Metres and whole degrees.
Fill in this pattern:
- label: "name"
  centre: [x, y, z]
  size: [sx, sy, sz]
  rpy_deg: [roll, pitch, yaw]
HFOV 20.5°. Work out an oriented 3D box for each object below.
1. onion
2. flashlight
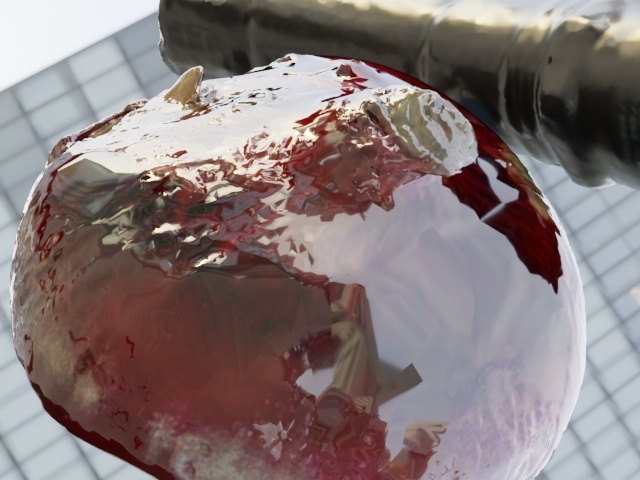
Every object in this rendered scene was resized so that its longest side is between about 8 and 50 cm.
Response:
- label: "onion"
  centre: [0.000, 0.000, 0.784]
  size: [0.272, 0.272, 0.195]
  rpy_deg: [43, -49, 27]
- label: "flashlight"
  centre: [0.069, -0.094, 0.940]
  size: [0.424, 0.103, 0.103]
  rpy_deg: [15, -49, 41]
